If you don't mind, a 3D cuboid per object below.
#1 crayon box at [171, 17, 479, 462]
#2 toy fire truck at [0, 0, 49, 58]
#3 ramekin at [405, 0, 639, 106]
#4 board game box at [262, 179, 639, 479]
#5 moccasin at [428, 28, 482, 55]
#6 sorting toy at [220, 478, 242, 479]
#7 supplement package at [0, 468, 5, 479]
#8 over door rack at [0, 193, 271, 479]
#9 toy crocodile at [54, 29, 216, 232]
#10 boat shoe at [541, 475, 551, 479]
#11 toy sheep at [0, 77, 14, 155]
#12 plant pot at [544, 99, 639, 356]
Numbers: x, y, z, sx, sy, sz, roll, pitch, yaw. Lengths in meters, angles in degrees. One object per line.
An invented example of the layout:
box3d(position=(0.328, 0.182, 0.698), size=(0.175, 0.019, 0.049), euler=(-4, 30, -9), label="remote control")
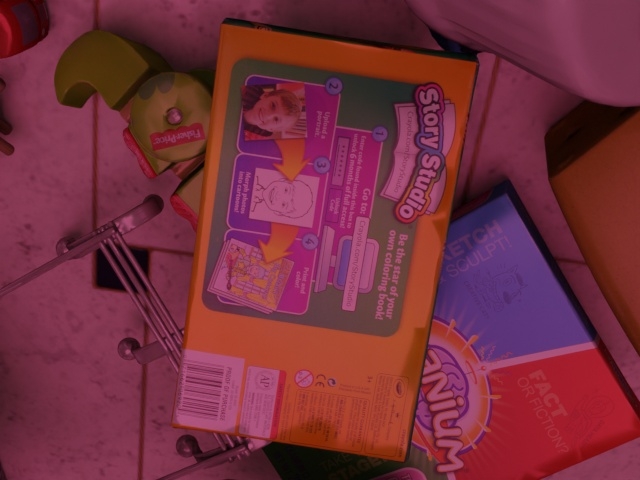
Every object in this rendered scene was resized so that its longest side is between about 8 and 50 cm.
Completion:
box3d(position=(0.000, 0.000, 0.614), size=(0.165, 0.081, 0.279), euler=(9, 101, 0), label="crayon box")
box3d(position=(-0.318, -0.146, 0.680), size=(0.192, 0.135, 0.047), euler=(-7, 119, 8), label="toy fire truck")
box3d(position=(0.181, -0.211, 0.501), size=(0.277, 0.135, 0.277), euler=(-22, 135, -24), label="ramekin")
box3d(position=(0.090, 0.127, 0.809), size=(0.316, 0.064, 0.242), euler=(-30, 96, 19), label="board game box")
box3d(position=(0.116, -0.291, 0.587), size=(0.116, 0.138, 0.342), euler=(-13, 136, -5), label="moccasin")
box3d(position=(-0.033, 0.295, 0.793), size=(0.347, 0.047, 0.196), euler=(11, 128, -14), label="sorting toy")
box3d(position=(-0.446, 0.301, 0.933), size=(0.194, 0.149, 0.203), euler=(-3, 119, 6), label="supplement package")
box3d(position=(-0.222, 0.130, 0.802), size=(0.324, 0.108, 0.240), euler=(-28, 97, 11), label="over door rack")
box3d(position=(-0.069, -0.038, 0.712), size=(0.105, 0.115, 0.340), euler=(-42, 97, 12), label="toy crocodile")
box3d(position=(0.117, 0.231, 0.902), size=(0.228, 0.080, 0.076), euler=(-21, 94, 21), label="boat shoe")
box3d(position=(-0.310, -0.090, 0.744), size=(0.132, 0.091, 0.091), euler=(-41, 110, 8), label="toy sheep")
box3d(position=(0.285, -0.042, 0.668), size=(0.212, 0.212, 0.187), euler=(-40, 98, 23), label="plant pot")
